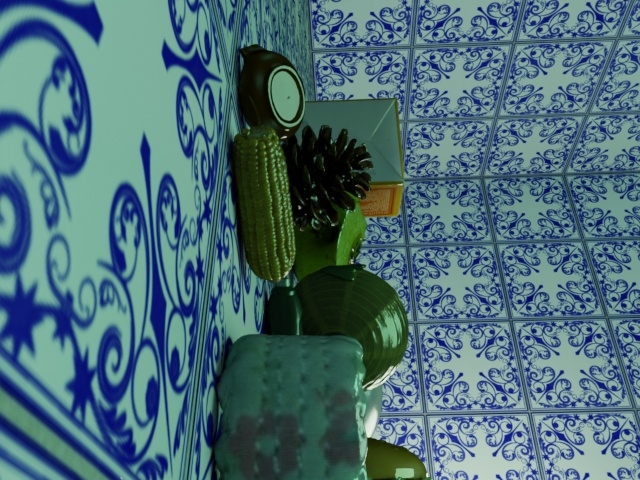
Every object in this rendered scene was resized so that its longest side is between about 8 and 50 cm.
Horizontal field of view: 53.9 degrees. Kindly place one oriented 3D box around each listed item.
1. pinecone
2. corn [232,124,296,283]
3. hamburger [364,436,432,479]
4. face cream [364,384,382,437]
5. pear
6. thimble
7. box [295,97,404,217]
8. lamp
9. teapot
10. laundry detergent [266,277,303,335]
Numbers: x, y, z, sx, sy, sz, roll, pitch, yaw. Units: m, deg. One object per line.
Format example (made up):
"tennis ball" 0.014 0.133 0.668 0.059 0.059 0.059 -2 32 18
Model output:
"pinecone" 0.004 -0.118 1.152 0.208 0.208 0.207 -2 90 -88
"corn" -0.068 -0.040 0.771 0.068 0.068 0.207 -88 173 -63
"hamburger" 0.054 0.416 0.980 0.274 0.275 0.212 83 6 -67
"face cream" 0.052 0.363 1.657 0.312 0.220 0.356 -86 173 -67
"pear" 0.000 0.000 1.502 0.255 0.164 0.238 65 41 -64
"thimble" -0.025 0.202 0.656 0.211 0.149 0.185 -88 178 -54
"box" 0.067 -0.207 1.656 0.214 0.284 0.259 86 3 -65
"lamp" 0.041 0.175 1.163 0.284 0.250 0.250 -59 148 -79
"teapot" -0.072 -0.193 0.831 0.098 0.078 0.129 -37 122 -37
"laundry detergent" -0.057 0.164 1.027 0.137 0.063 0.210 -91 177 -88
